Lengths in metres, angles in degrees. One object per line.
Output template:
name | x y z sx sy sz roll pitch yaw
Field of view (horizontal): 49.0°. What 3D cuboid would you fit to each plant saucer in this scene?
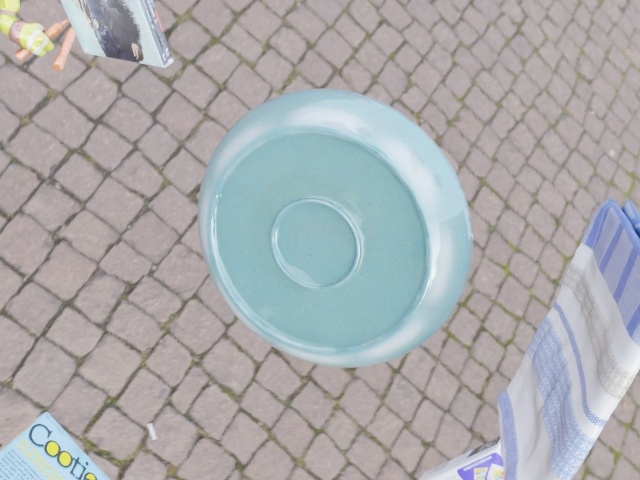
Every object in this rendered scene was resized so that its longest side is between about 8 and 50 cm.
plant saucer | 0.000 0.000 0.752 0.317 0.318 0.044 56 26 -4

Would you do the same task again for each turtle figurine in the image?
turtle figurine | -0.370 -0.271 0.786 0.087 0.217 0.269 6 62 -55

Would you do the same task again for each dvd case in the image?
dvd case | -0.151 -0.176 0.469 0.013 0.087 0.119 -49 143 -34

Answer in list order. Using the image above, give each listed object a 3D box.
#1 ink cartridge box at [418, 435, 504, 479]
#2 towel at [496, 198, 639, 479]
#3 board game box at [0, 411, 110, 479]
ink cartridge box | 0.280 0.417 1.075 0.208 0.206 0.045 50 46 7
towel | 0.238 0.114 0.668 0.034 0.284 0.209 20 26 2
board game box | -0.333 0.315 0.680 0.144 0.142 0.275 50 13 -4
